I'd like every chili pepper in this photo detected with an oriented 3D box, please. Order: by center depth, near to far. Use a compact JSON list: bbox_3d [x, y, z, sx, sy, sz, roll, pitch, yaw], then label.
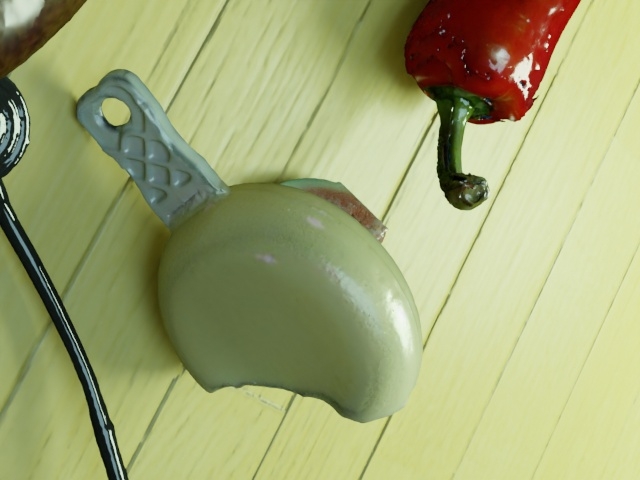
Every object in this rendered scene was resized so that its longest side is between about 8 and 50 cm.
[{"bbox_3d":[0.142,-0.200,0.729,0.110,0.110,0.387,33,74,-37],"label":"chili pepper"}]

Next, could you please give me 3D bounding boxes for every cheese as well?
[{"bbox_3d":[-0.037,0.002,0.605,0.248,0.163,0.071,70,28,-23],"label":"cheese"}]

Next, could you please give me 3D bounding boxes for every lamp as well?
[{"bbox_3d":[-0.129,0.079,0.579,0.130,0.108,0.371,-19,111,-36],"label":"lamp"}]

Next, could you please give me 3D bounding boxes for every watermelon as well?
[{"bbox_3d":[0.001,-0.003,0.685,0.084,0.072,0.092,-52,123,-39],"label":"watermelon"}]

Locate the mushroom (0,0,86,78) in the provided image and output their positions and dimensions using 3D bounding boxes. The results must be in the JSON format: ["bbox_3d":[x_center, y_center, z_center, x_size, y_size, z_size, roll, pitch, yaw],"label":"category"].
[{"bbox_3d":[-0.230,-0.119,0.367,0.267,0.267,0.254,-58,145,-12],"label":"mushroom"}]
